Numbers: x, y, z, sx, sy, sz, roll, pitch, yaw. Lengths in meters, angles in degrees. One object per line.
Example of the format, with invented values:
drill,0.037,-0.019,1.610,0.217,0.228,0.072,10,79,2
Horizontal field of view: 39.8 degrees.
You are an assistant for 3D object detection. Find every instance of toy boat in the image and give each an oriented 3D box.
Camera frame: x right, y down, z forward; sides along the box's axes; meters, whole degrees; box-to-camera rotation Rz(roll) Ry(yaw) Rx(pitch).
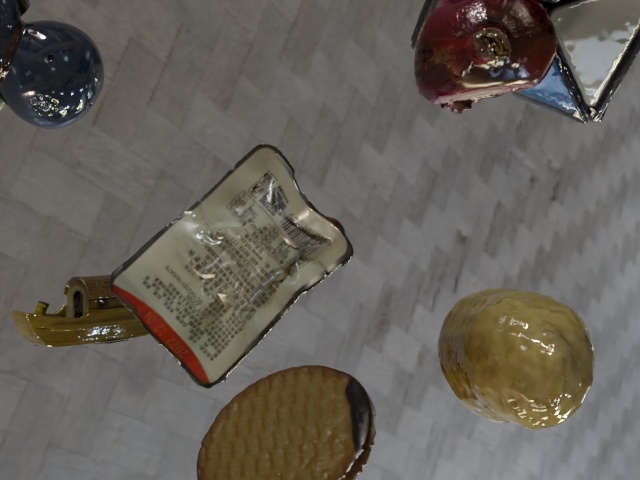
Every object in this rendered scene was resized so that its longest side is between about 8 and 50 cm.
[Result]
toy boat,-0.292,0.088,1.140,0.226,0.068,0.088,1,93,-53

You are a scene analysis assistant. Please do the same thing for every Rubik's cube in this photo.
Rubik's cube,0.327,-0.402,1.239,0.307,0.305,0.310,108,6,-46

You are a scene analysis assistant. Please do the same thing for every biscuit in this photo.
biscuit,-0.058,0.331,1.440,0.318,0.317,0.040,-51,131,-33

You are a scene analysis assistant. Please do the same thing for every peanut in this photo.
peanut,0.177,0.108,0.821,0.224,0.129,0.129,74,25,-87

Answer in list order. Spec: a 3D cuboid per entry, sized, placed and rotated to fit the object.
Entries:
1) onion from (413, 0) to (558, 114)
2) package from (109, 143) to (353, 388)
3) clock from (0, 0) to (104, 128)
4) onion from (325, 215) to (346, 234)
onion,0.191,-0.238,1.039,0.198,0.173,0.136,38,38,-84
package,-0.089,0.024,0.931,0.232,0.166,0.040,-44,176,1
clock,-0.429,-0.252,1.251,0.243,0.200,0.147,21,35,-22
onion,0.000,0.000,1.801,0.117,0.118,0.119,63,42,-76
